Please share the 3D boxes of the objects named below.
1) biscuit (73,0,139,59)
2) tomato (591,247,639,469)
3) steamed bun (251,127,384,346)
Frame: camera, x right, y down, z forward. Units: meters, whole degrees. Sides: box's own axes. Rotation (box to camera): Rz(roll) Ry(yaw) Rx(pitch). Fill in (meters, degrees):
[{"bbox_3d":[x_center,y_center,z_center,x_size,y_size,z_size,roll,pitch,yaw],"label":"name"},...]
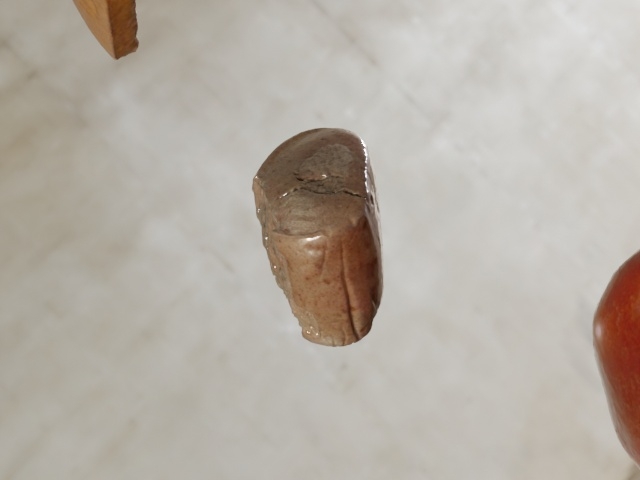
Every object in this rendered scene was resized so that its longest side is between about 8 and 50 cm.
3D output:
[{"bbox_3d":[-0.207,-0.277,1.490,0.043,0.306,0.284,-25,26,-13],"label":"biscuit"},{"bbox_3d":[0.438,0.105,1.905,0.325,0.293,0.290,-13,-3,-2],"label":"tomato"},{"bbox_3d":[0.000,0.000,1.621,0.106,0.145,0.175,-6,33,1],"label":"steamed bun"}]
